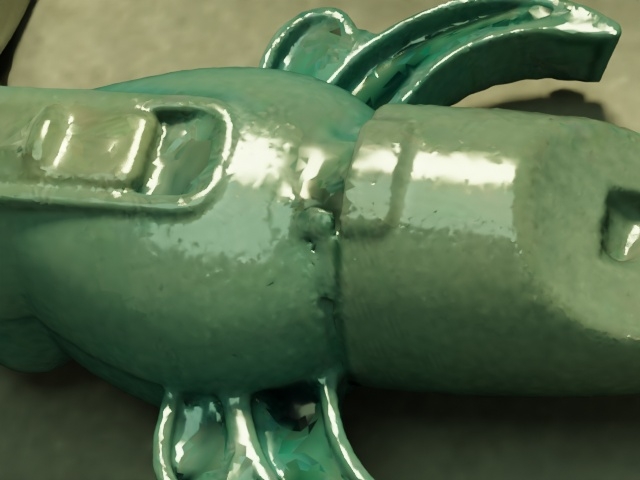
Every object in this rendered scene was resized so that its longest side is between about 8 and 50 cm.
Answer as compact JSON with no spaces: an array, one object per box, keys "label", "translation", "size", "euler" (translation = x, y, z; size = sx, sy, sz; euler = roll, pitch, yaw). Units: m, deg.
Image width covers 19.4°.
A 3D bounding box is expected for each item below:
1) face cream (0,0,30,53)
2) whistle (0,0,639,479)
[{"label":"face cream","translation":[-0.212,-0.148,0.599],"size":[0.179,0.218,0.218],"euler":[4,58,21]},{"label":"whistle","translation":[0.000,0.000,0.516],"size":[0.274,0.093,0.186],"euler":[4,58,16]}]
